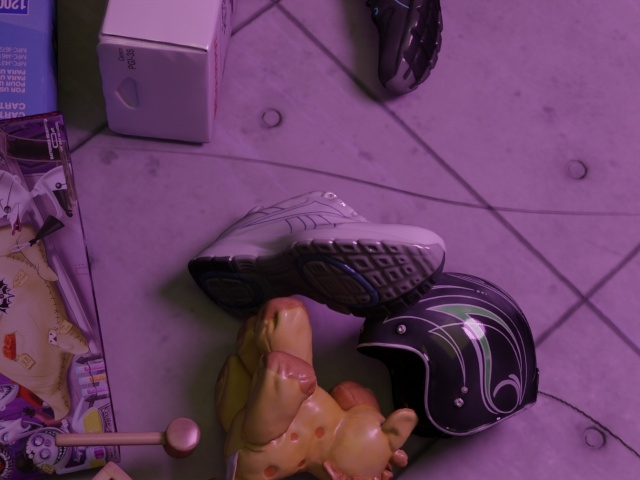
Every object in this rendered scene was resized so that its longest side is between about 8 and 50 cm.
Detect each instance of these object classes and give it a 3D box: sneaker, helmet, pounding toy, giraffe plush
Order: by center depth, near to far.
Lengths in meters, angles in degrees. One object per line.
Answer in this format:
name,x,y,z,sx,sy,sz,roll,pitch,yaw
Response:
pounding toy,-0.188,0.259,1.262,0.181,0.094,0.206,40,68,10
giraffe plush,-0.002,0.179,1.293,0.170,0.181,0.210,15,61,-17
sneaker,0.000,0.000,1.327,0.297,0.111,0.129,0,45,38
helmet,0.127,0.110,1.329,0.169,0.169,0.161,-20,85,-14
sneaker,0.091,-0.288,1.554,0.106,0.101,0.267,3,65,19

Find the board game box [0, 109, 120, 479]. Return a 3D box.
board game box,-0.317,0.063,1.260,0.208,0.056,0.346,-9,103,-6

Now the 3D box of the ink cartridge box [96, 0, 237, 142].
ink cartridge box,-0.152,-0.275,1.444,0.117,0.207,0.283,8,66,-1

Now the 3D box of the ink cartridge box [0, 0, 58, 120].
ink cartridge box,-0.410,-0.141,1.384,0.270,0.151,0.395,-2,66,-7
